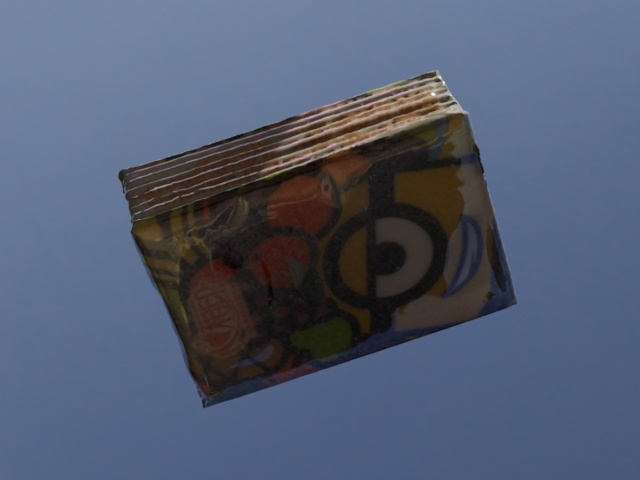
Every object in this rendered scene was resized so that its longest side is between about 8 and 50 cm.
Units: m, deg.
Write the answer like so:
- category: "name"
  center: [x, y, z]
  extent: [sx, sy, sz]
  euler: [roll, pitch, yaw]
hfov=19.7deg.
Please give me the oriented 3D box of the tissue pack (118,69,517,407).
- category: "tissue pack"
  center: [0.000, 0.000, 0.790]
  extent: [0.148, 0.108, 0.060]
  euler: [-19, -146, 0]
